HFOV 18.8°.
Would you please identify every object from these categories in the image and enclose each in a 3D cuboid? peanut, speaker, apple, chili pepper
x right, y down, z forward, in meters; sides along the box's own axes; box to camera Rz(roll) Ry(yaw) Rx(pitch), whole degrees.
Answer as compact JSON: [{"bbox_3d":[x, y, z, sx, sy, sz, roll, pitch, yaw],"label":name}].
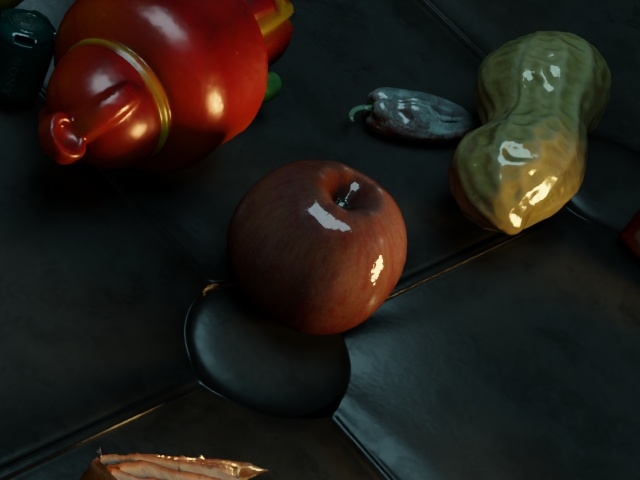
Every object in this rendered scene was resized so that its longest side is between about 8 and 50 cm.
[{"bbox_3d":[0.198,-0.107,1.857,0.136,0.120,0.298,33,40,-5],"label":"peanut"},{"bbox_3d":[-0.261,-0.168,1.706,0.060,0.075,0.094,28,32,4],"label":"speaker"},{"bbox_3d":[0.000,0.000,1.639,0.153,0.120,0.153,16,41,-14],"label":"apple"},{"bbox_3d":[0.097,-0.120,1.878,0.153,0.041,0.050,8,86,-22],"label":"chili pepper"}]

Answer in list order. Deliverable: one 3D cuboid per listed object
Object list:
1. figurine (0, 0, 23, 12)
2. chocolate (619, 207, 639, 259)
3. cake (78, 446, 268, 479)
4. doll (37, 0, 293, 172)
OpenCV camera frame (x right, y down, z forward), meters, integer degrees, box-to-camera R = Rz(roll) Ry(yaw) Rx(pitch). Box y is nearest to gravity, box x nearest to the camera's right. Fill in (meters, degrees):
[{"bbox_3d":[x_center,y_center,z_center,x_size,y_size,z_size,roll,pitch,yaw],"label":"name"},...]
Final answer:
[{"bbox_3d":[-0.366,-0.335,1.753,0.215,0.187,0.343,12,35,-36],"label":"figurine"},{"bbox_3d":[0.448,-0.044,1.848,0.235,0.237,0.108,-9,63,-37],"label":"chocolate"},{"bbox_3d":[-0.099,0.207,1.386,0.287,0.135,0.098,-10,38,-46],"label":"cake"},{"bbox_3d":[-0.138,-0.154,1.685,0.182,0.160,0.363,58,38,-12],"label":"doll"}]
